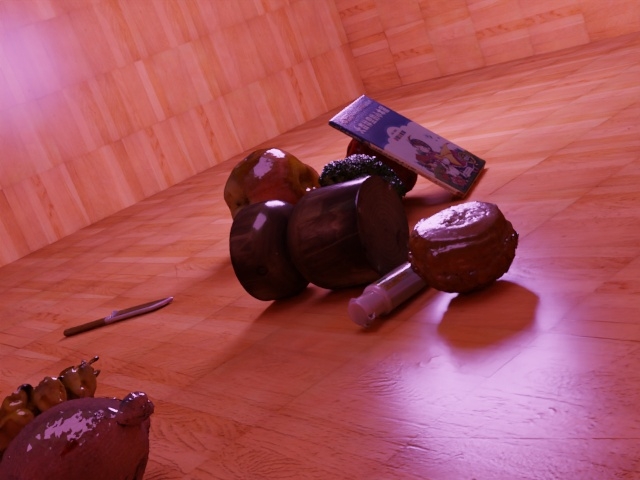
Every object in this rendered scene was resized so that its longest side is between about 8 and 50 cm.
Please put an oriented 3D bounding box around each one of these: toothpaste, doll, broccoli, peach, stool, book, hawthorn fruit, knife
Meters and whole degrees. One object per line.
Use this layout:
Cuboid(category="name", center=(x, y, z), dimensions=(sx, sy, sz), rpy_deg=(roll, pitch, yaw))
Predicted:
Cuboid(category="toothpaste", center=(0.152, 0.049, 1.399), dimensions=(0.314, 0.058, 0.056), rpy_deg=(-29, -28, -43))
Cuboid(category="doll", center=(-0.264, 0.277, 1.031), dimensions=(0.201, 0.156, 0.303), rpy_deg=(-34, -11, -16))
Cuboid(category="broccoli", center=(0.082, -0.093, 1.812), dimensions=(0.195, 0.195, 0.156), rpy_deg=(8, 69, 63))
Cuboid(category="peach", center=(-0.100, -0.112, 2.046), dimensions=(0.214, 0.214, 0.235), rpy_deg=(-6, 13, 45))
Cuboid(category="stool", center=(0.000, 0.000, 1.531), dimensions=(0.264, 0.179, 0.179), rpy_deg=(-11, 17, 32))
Cuboid(category="book", center=(0.192, -0.207, 1.908), dimensions=(0.018, 0.322, 0.228), rpy_deg=(-64, -9, 29))
Cuboid(category="hawthorn fruit", center=(0.126, -0.159, 1.958), dimensions=(0.172, 0.173, 0.173), rpy_deg=(-19, 14, 5))
Cuboid(category="knife", center=(-0.428, 0.156, 1.878), dimensions=(0.256, 0.022, 0.046), rpy_deg=(-17, 10, 14))

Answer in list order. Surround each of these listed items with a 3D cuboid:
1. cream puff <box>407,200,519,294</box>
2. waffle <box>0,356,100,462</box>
Cuboid(category="cream puff", center=(0.209, 0.017, 1.302), dimensions=(0.165, 0.115, 0.150), rpy_deg=(-7, 24, 13))
Cuboid(category="waffle", center=(-0.406, 0.262, 1.170), dimensions=(0.329, 0.062, 0.329), rpy_deg=(-38, -8, -7))
